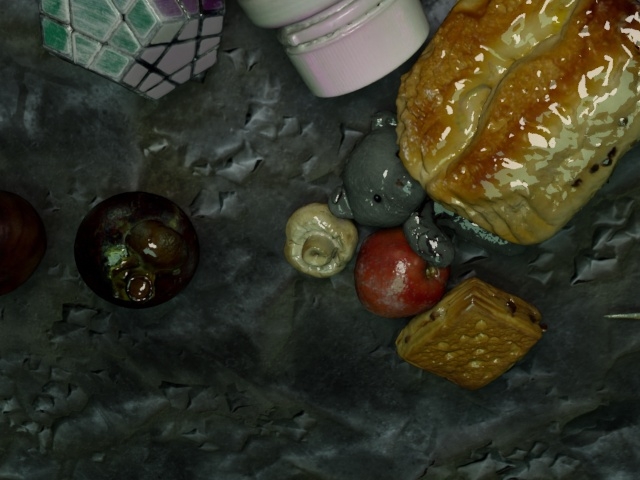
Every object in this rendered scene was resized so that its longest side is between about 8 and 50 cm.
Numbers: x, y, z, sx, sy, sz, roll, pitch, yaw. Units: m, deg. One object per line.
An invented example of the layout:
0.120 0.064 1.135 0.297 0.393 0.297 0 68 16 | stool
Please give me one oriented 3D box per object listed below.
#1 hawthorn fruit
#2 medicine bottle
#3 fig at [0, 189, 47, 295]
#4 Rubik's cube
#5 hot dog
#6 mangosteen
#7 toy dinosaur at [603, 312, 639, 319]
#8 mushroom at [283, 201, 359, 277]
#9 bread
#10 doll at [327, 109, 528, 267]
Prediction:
0.147 0.059 1.360 0.173 0.173 0.173 6 120 10 | hawthorn fruit
-0.004 -0.395 1.083 0.256 0.256 0.325 -20 120 23 | medicine bottle
-0.665 0.002 1.494 0.235 0.235 0.214 -15 77 21 | fig
-0.289 -0.374 1.156 0.319 0.319 0.264 -7 143 17 | Rubik's cube
0.284 -0.196 1.077 0.365 0.196 0.367 -52 55 18 | hot dog
-0.343 0.034 1.392 0.231 0.289 0.231 -1 112 -2 | mangosteen
0.625 0.149 1.374 0.187 0.044 0.106 -21 128 22 | toy dinosaur
0.000 0.000 1.391 0.148 0.112 0.148 6 129 8 | mushroom
0.279 0.171 1.411 0.210 0.099 0.235 25 131 -20 | bread
0.195 -0.086 1.254 0.340 0.158 0.246 22 90 13 | doll
